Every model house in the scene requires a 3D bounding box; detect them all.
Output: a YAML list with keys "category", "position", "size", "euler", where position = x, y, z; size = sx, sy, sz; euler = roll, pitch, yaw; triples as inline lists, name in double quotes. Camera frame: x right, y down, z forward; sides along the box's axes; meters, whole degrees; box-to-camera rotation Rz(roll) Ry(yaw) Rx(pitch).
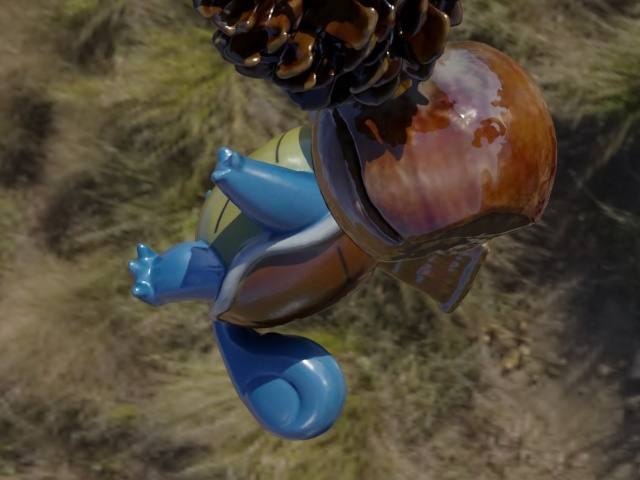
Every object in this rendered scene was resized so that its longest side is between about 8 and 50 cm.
- category: "model house"
  position: [0.120, -0.055, 1.737]
  size: [0.229, 0.220, 0.199]
  euler: [46, 126, 20]

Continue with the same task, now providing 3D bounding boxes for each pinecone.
- category: "pinecone"
  position: [0.000, -0.149, 0.845]
  size: [0.174, 0.174, 0.173]
  euler: [-12, 71, 40]

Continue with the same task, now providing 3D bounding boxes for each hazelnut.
- category: "hazelnut"
  position: [0.072, -0.058, 0.955]
  size: [0.154, 0.143, 0.143]
  euler: [-17, 67, 16]

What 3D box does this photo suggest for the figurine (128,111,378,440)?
- category: "figurine"
  position: [-0.035, -0.013, 1.420]
  size: [0.243, 0.298, 0.416]
  euler: [31, 116, 17]
